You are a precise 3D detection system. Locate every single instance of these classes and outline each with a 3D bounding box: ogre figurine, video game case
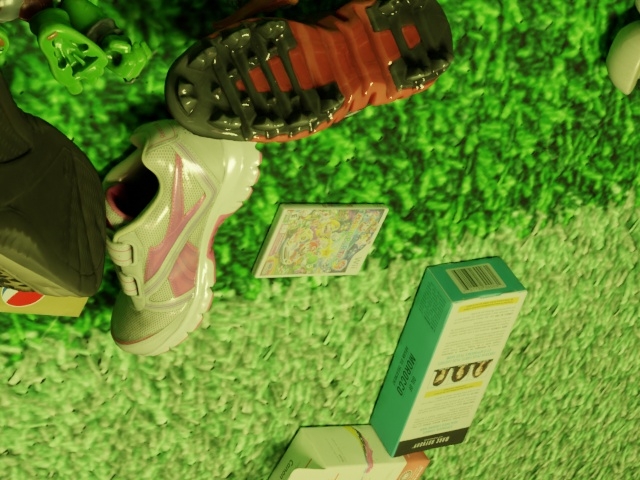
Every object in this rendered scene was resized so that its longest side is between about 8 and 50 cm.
[{"bbox_3d":[-0.222,-0.162,0.978,0.197,0.118,0.097,-12,141,-22],"label":"ogre figurine"},{"bbox_3d":[0.000,0.000,1.379,0.122,0.011,0.087,-1,131,-34],"label":"video game case"}]

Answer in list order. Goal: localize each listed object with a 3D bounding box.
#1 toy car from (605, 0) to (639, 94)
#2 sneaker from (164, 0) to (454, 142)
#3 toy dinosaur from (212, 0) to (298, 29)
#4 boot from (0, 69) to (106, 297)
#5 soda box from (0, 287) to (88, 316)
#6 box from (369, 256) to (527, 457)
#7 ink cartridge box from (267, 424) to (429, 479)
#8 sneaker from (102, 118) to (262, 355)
[{"bbox_3d":[0.372,-0.198,1.348,0.136,0.159,0.182,-49,159,-52],"label":"toy car"},{"bbox_3d":[-0.023,-0.129,1.126,0.276,0.097,0.135,-22,-175,-40],"label":"sneaker"},{"bbox_3d":[-0.031,-0.188,1.119,0.082,0.090,0.047,2,143,22],"label":"toy dinosaur"},{"bbox_3d":[-0.328,-0.048,0.896,0.284,0.138,0.377,-4,162,15],"label":"boot"},{"bbox_3d":[-0.278,0.018,1.168,0.181,0.061,0.058,6,128,-38],"label":"soda box"},{"bbox_3d":[0.139,0.132,1.569,0.100,0.060,0.244,-7,134,-28],"label":"box"},{"bbox_3d":[0.013,0.273,1.623,0.198,0.067,0.115,4,127,-39],"label":"ink cartridge box"},{"bbox_3d":[-0.146,-0.009,1.211,0.111,0.103,0.252,4,122,-31],"label":"sneaker"}]
